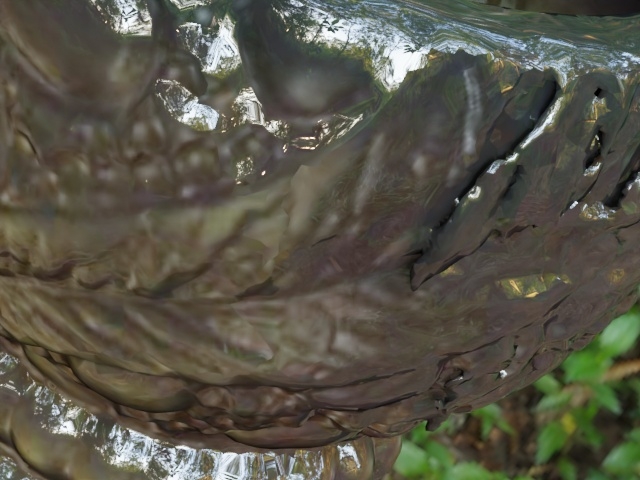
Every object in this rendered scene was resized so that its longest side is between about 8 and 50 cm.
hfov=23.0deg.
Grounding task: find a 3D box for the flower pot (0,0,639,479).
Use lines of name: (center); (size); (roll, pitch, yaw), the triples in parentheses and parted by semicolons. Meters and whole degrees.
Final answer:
flower pot: (-0.029, -0.011, 0.502); (0.267, 0.267, 0.266); (15, 32, -10)
